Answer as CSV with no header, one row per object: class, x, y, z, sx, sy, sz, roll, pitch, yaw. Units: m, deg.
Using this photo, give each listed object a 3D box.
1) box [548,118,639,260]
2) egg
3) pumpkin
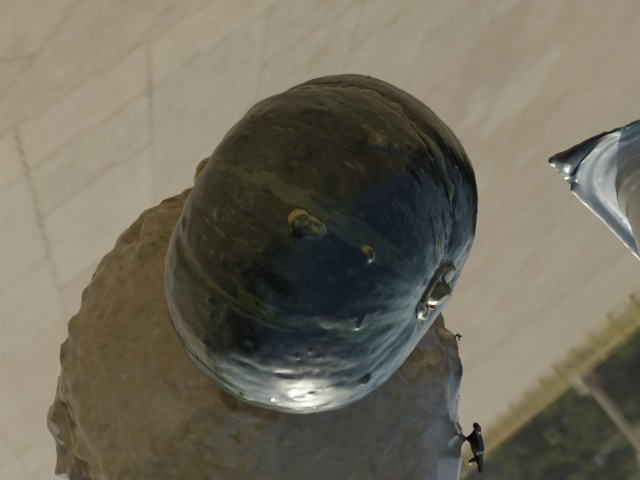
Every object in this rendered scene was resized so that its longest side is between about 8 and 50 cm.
box,0.387,-0.021,1.238,0.336,0.264,0.106,-25,-137,31
egg,-0.037,0.110,1.025,0.279,0.310,0.279,-12,-167,3
pumpkin,0.000,0.000,0.825,0.190,0.146,0.190,-36,146,-30
